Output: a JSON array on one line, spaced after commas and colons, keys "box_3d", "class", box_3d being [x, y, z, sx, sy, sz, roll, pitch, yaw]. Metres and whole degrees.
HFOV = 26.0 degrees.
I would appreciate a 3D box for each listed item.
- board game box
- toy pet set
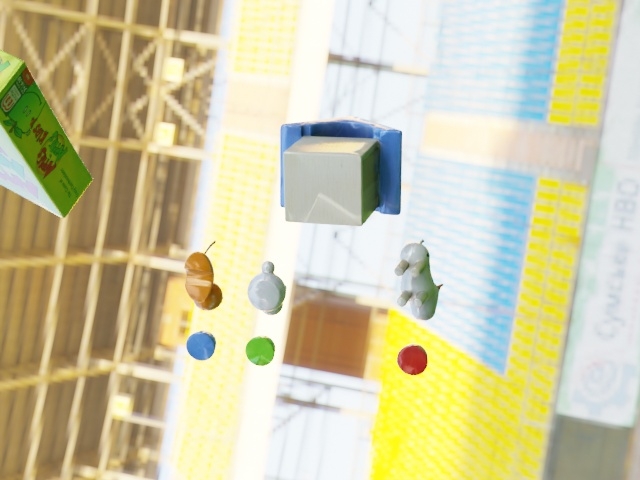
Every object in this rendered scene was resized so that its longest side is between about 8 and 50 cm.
[{"box_3d": [-0.243, -0.090, 1.047, 0.043, 0.092, 0.181, -57, -19, -18], "class": "board game box"}, {"box_3d": [0.000, 0.000, 0.685, 0.065, 0.122, 0.114, -48, -40, -68], "class": "toy pet set"}]
